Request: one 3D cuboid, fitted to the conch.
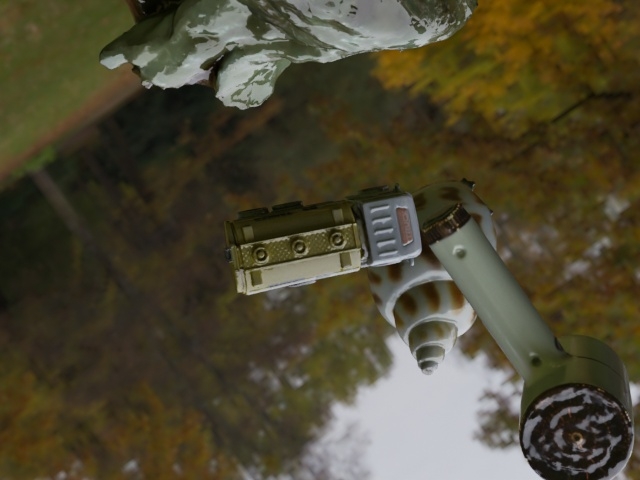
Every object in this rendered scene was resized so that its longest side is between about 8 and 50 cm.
[{"bbox_3d":[0.149,0.050,2.102,0.149,0.275,0.183,-5,161,-36],"label":"conch"}]

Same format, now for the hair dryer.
[{"bbox_3d":[0.223,0.097,1.727,0.128,0.362,0.203,-34,-175,15],"label":"hair dryer"}]

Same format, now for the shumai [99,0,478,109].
[{"bbox_3d":[-0.075,-0.284,1.414,0.323,0.397,0.324,-36,-155,40],"label":"shumai"}]

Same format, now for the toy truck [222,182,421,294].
[{"bbox_3d":[0.000,0.000,0.923,0.123,0.052,0.063,-11,-177,-11],"label":"toy truck"}]
